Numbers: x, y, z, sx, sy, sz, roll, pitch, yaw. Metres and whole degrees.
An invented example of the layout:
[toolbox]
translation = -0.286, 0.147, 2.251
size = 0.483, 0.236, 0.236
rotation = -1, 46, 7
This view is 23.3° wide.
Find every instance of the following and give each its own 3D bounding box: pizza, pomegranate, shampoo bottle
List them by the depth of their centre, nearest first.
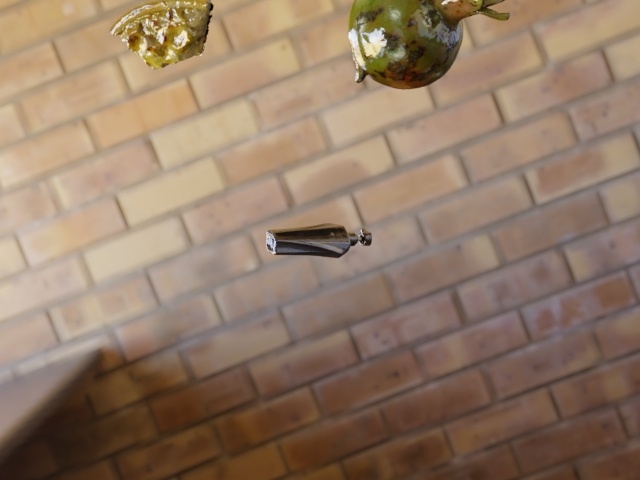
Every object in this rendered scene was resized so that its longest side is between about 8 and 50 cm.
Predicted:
[shampoo bottle]
translation = 0.000, 0.000, 1.883
size = 0.137, 0.048, 0.027
rotation = -2, -33, -29
[pomegranate]
translation = 0.131, -0.258, 1.890
size = 0.220, 0.156, 0.156
rotation = -2, 16, 32
[pizza]
translation = -0.211, -0.284, 2.122
size = 0.160, 0.099, 0.036
rotation = -10, 24, 28
